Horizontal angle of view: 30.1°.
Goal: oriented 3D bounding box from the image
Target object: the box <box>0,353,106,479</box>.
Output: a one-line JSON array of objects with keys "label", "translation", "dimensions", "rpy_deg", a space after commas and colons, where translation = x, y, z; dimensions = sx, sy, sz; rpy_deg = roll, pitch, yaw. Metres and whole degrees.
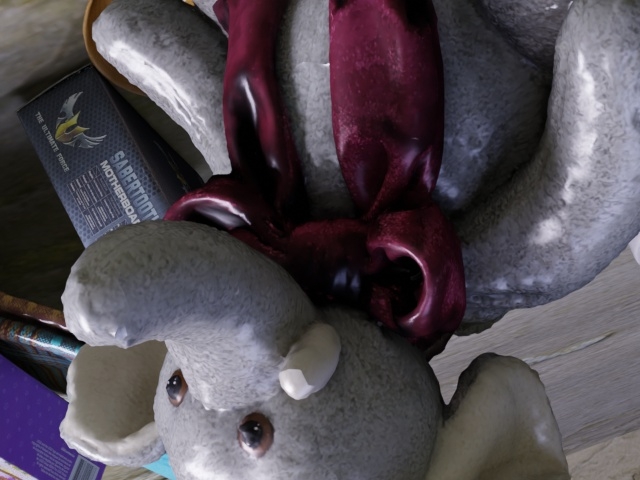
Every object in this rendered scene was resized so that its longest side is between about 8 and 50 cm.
[{"label": "box", "translation": [-0.276, 0.078, 0.724], "dimensions": [0.201, 0.057, 0.293], "rpy_deg": [10, 157, 21]}]

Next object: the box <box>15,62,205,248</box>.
[{"label": "box", "translation": [-0.075, 0.028, 0.712], "dimensions": [0.059, 0.232, 0.183], "rpy_deg": [-33, 157, 3]}]

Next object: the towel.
[{"label": "towel", "translation": [-0.216, 0.098, 0.849], "dimensions": [0.272, 0.040, 0.370], "rpy_deg": [16, 160, 8]}]

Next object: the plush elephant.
[{"label": "plush elephant", "translation": [0.000, 0.000, 0.470], "dimensions": [0.272, 0.255, 0.330], "rpy_deg": [10, 149, 34]}]

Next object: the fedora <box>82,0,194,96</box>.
[{"label": "fedora", "translation": [-0.029, -0.108, 0.635], "dimensions": [0.194, 0.079, 0.194], "rpy_deg": [-15, 159, -6]}]

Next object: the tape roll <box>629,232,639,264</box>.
[{"label": "tape roll", "translation": [0.288, -0.106, 0.774], "dimensions": [0.246, 0.169, 0.246], "rpy_deg": [-16, 159, -6]}]
